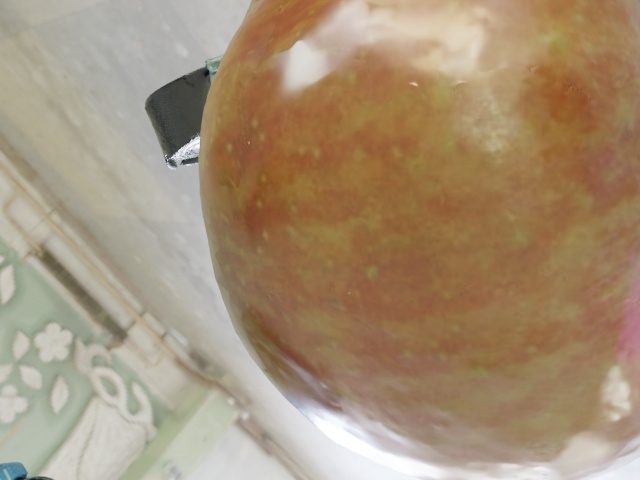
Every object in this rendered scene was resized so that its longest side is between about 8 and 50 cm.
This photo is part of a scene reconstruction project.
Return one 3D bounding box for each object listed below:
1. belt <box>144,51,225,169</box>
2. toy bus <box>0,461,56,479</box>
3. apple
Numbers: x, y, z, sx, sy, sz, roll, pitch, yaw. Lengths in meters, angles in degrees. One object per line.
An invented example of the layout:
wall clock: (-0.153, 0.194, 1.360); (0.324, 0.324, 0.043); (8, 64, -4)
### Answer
belt: (-0.066, -0.102, 0.654); (0.140, 0.105, 0.058); (-21, 89, 27)
toy bus: (-0.229, 0.284, 0.646); (0.246, 0.134, 0.113); (43, 127, 40)
apple: (0.062, -0.028, 0.446); (0.250, 0.277, 0.309); (-15, 92, 33)
